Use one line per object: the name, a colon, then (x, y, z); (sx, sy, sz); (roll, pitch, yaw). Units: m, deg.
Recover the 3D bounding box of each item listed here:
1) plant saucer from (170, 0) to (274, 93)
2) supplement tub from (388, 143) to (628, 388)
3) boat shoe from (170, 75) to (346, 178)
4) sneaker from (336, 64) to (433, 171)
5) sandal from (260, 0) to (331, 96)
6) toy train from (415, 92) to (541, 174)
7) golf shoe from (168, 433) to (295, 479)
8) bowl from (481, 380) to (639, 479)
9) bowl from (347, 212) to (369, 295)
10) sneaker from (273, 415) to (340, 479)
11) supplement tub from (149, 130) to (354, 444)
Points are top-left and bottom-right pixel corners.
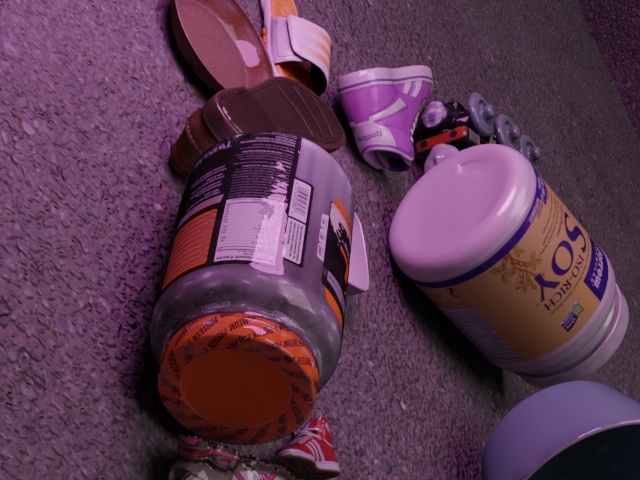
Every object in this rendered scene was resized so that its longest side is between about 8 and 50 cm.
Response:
plant saucer: (-0.135, -0.256, 1.731); (0.198, 0.036, 0.198); (43, 31, -34)
supplement tub: (0.284, 0.044, 1.962); (0.331, 0.241, 0.241); (45, 30, -30)
boat shoe: (-0.079, -0.130, 1.637); (0.110, 0.104, 0.307); (58, 26, 14)
sneaker: (0.112, -0.185, 2.066); (0.282, 0.102, 0.161); (-20, 93, -61)
sandal: (-0.032, -0.299, 1.913); (0.102, 0.076, 0.265); (30, 39, -47)
toy train: (0.277, -0.112, 2.236); (0.334, 0.142, 0.190); (30, 49, -49)
golf shoe: (-0.090, 0.245, 1.298); (0.186, 0.067, 0.086); (31, 71, -54)
bowl: (0.343, 0.309, 1.793); (0.311, 0.311, 0.163); (40, 14, -38)
bowl: (0.000, 0.000, 1.703); (0.142, 0.053, 0.142); (36, 34, -41)
sneaker: (-0.020, 0.222, 1.456); (0.118, 0.042, 0.067); (32, 41, -58)
supplement tub: (-0.068, 0.045, 1.373); (0.193, 0.193, 0.316); (47, 30, -28)
